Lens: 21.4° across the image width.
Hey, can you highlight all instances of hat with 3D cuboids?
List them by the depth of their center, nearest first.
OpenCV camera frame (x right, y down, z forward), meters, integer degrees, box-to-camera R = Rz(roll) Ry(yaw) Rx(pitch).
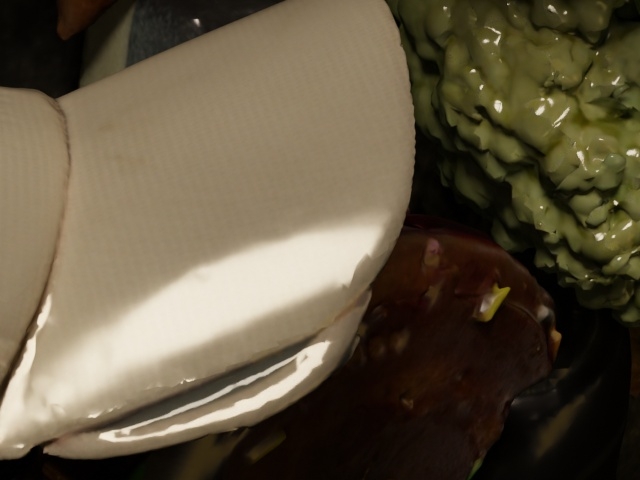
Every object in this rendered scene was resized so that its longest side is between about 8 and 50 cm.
[{"bbox_3d":[-0.096,-0.022,0.465,0.226,0.219,0.164,-45,116,6],"label":"hat"}]

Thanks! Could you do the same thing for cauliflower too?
[{"bbox_3d":[0.162,-0.112,0.672,0.281,0.260,0.327,-18,122,0],"label":"cauliflower"}]

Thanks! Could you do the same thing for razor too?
[{"bbox_3d":[0.078,0.168,0.872,0.204,0.113,0.349,-41,143,-27],"label":"razor"}]

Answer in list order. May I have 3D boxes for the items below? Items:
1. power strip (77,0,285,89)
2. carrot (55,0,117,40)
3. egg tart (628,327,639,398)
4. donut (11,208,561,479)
[{"bbox_3d":[-0.048,0.007,0.667,0.105,0.070,0.257,-16,127,-45],"label":"power strip"},{"bbox_3d":[-0.048,-0.159,0.556,0.072,0.072,0.205,6,111,-50],"label":"carrot"},{"bbox_3d":[0.229,-0.038,0.917,0.288,0.118,0.288,-25,127,-39],"label":"egg tart"},{"bbox_3d":[-0.019,0.090,0.619,0.216,0.096,0.230,-13,123,-42],"label":"donut"}]
